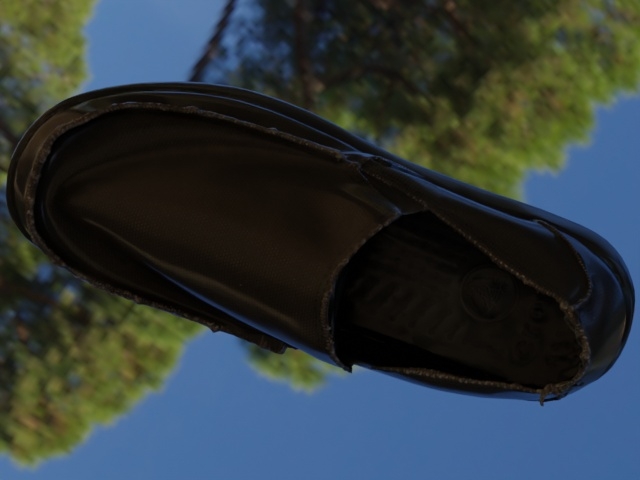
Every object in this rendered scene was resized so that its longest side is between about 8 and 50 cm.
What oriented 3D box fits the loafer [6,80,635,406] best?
[{"bbox_3d":[0.000,0.000,0.595,0.220,0.078,0.080,13,-80,2],"label":"loafer"}]
